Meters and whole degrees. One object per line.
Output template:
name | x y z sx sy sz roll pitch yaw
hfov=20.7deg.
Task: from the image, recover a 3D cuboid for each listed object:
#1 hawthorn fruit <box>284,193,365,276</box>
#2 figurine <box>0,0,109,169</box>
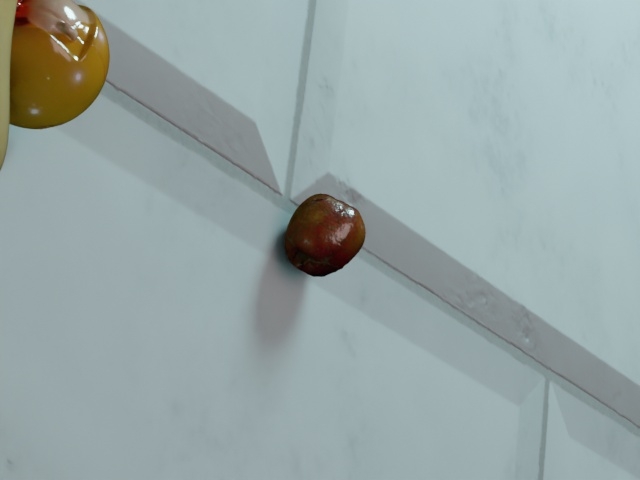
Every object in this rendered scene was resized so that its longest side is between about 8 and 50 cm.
hawthorn fruit | 0.003 -0.003 1.605 0.077 0.077 0.077 17 68 -52
figurine | -0.237 -0.160 1.259 0.222 0.124 0.325 49 42 -37
